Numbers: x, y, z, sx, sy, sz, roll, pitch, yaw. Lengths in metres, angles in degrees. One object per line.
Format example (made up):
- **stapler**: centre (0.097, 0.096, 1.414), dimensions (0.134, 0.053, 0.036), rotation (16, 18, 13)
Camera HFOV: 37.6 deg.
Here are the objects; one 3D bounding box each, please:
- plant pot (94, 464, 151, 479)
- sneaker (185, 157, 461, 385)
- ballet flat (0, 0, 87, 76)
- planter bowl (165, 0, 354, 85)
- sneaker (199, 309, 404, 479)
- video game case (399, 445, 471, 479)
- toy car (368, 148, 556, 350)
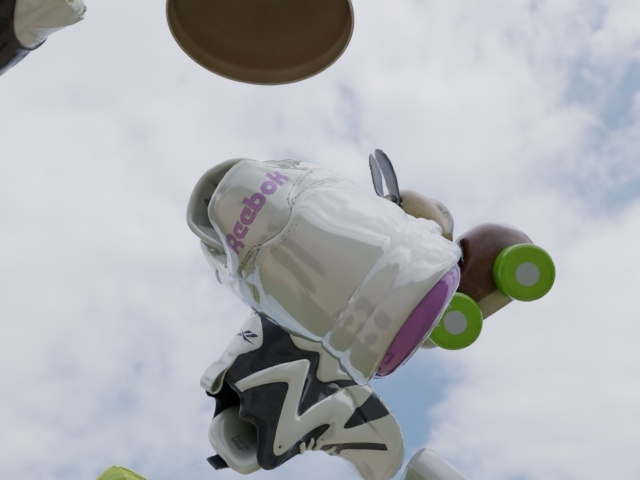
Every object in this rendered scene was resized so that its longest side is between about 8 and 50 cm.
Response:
- **plant pot**: centre (-0.081, 0.278, 0.482), dimensions (0.228, 0.227, 0.207), rotation (35, -21, 5)
- **sneaker**: centre (0.000, 0.000, 0.588), dimensions (0.152, 0.305, 0.114), rotation (35, -93, 1)
- **ballet flat**: centre (-0.278, -0.284, 0.958), dimensions (0.096, 0.095, 0.280), rotation (25, -81, 16)
- **planter bowl**: centre (-0.049, -0.232, 0.833), dimensions (0.162, 0.109, 0.162), rotation (2, -33, 1)
- **sneaker**: centre (-0.025, 0.164, 0.817), dimensions (0.153, 0.094, 0.235), rotation (-41, -50, -23)
- **video game case**: centre (0.131, 0.258, 0.668), dimensions (0.026, 0.206, 0.227), rotation (-43, -21, -29)
- **toy car**: centre (0.104, -0.008, 0.881), dimensions (0.149, 0.155, 0.188), rotation (-33, -89, -3)
